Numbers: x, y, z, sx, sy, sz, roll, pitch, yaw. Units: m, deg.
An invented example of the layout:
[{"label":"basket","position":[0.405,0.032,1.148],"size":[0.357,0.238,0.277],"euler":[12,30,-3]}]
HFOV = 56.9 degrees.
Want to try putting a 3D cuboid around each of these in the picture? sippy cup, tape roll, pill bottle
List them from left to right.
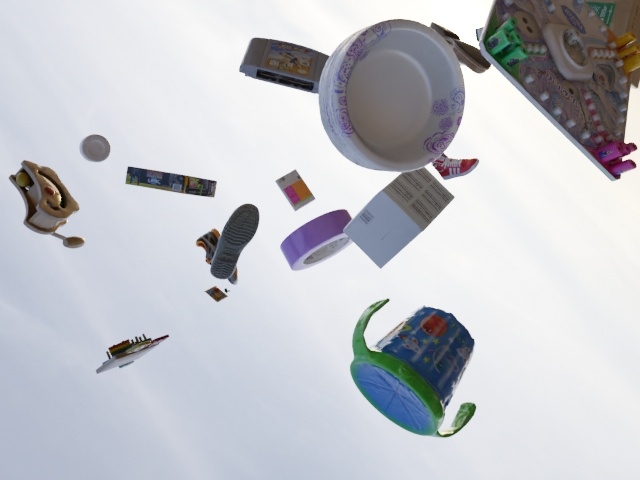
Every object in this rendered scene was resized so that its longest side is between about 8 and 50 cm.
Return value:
[{"label":"pill bottle","position":[-0.635,-0.258,1.661],"size":[0.078,0.078,0.137],"euler":[30,174,-25]},{"label":"tape roll","position":[0.000,0.000,2.046],"size":[0.275,0.275,0.090],"euler":[-7,-116,-55]},{"label":"sippy cup","position":[0.223,0.274,1.326],"size":[0.240,0.305,0.224],"euler":[21,-128,40]}]

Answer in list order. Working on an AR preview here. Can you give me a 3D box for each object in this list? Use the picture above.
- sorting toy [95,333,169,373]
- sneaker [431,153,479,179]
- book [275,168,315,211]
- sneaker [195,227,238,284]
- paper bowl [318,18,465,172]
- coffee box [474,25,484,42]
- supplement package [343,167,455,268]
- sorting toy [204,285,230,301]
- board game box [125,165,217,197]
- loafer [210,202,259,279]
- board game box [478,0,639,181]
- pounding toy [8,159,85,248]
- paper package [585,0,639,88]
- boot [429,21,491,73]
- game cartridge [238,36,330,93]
[{"label":"sorting toy","position":[-0.518,0.294,1.580],"size":[0.132,0.274,0.046],"euler":[-16,-104,-47]},{"label":"sneaker","position":[0.307,-0.181,1.371],"size":[0.067,0.118,0.042],"euler":[42,-119,-19]},{"label":"book","position":[-0.098,-0.196,2.306],"size":[0.096,0.035,0.144],"euler":[-31,-93,-19]},{"label":"sneaker","position":[-0.334,0.062,1.935],"size":[0.083,0.084,0.215],"euler":[-24,-116,-22]},{"label":"paper bowl","position":[0.131,-0.279,1.167],"size":[0.284,0.284,0.148],"euler":[32,176,-23]},{"label":"coffee box","position":[0.528,-0.583,1.621],"size":[0.113,0.184,0.040],"euler":[-24,-76,-59]},{"label":"supplement package","position":[0.205,-0.070,1.549],"size":[0.149,0.194,0.203],"euler":[46,-134,3]},{"label":"sorting toy","position":[-0.322,0.163,1.876],"size":[0.062,0.012,0.083],"euler":[34,-152,15]},{"label":"board game box","position":[-0.365,-0.144,1.453],"size":[0.170,0.048,0.141],"euler":[11,-175,21]},{"label":"loafer","position":[-0.257,-0.008,1.725],"size":[0.094,0.251,0.087],"euler":[23,-160,-22]},{"label":"board game box","position":[0.488,-0.369,1.134],"size":[0.390,0.050,0.390],"euler":[36,-124,-19]},{"label":"pounding toy","position":[-0.799,-0.079,1.677],"size":[0.269,0.155,0.154],"euler":[53,-162,8]},{"label":"paper package","position":[0.809,-0.609,1.645],"size":[0.168,0.324,0.309],"euler":[19,-166,37]},{"label":"boot","position":[0.412,-0.564,1.824],"size":[0.112,0.115,0.305],"euler":[9,-148,-32]},{"label":"game cartridge","position":[-0.102,-0.574,1.928],"size":[0.297,0.062,0.198],"euler":[12,-129,-5]}]
